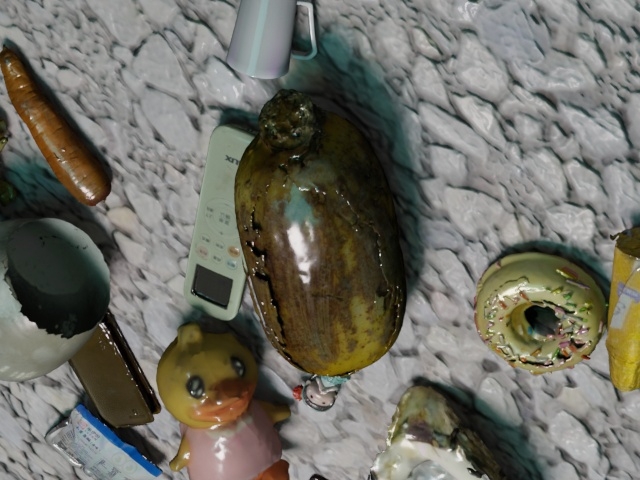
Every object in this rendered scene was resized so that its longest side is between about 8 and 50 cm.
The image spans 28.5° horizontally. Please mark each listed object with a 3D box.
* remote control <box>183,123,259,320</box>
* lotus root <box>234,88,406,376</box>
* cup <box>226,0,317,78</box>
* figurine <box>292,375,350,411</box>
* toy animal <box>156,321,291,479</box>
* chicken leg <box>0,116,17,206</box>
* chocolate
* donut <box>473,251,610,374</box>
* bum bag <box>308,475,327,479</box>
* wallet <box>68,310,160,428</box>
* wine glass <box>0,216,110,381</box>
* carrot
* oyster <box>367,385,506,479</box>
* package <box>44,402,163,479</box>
[{"bbox_3d":[-0.123,-0.021,1.669,0.090,0.038,0.310,23,128,9],"label":"remote control"},{"bbox_3d":[0.000,0.000,1.545,0.195,0.179,0.398,-11,124,5],"label":"lotus root"},{"bbox_3d":[-0.051,-0.250,1.477,0.104,0.074,0.116,8,122,-10],"label":"cup"},{"bbox_3d":[0.005,0.194,1.749,0.060,0.047,0.106,26,126,-5],"label":"figurine"},{"bbox_3d":[-0.143,0.236,1.777,0.169,0.195,0.281,38,148,51],"label":"toy animal"},{"bbox_3d":[-0.480,-0.084,1.763,0.103,0.088,0.228,43,122,5],"label":"chicken leg"},{"bbox_3d":[0.380,0.091,1.501,0.085,0.086,0.219,10,127,18],"label":"chocolate"},{"bbox_3d":[0.268,0.094,1.555,0.174,0.068,0.175,11,124,17],"label":"donut"},{"bbox_3d":[0.001,0.430,1.922,0.109,0.026,0.159,32,123,1],"label":"bum bag"},{"bbox_3d":[-0.324,0.197,1.904,0.110,0.031,0.198,-10,117,28],"label":"wallet"},{"bbox_3d":[-0.458,0.094,1.774,0.323,0.238,0.238,-27,108,38],"label":"wine glass"},{"bbox_3d":[-0.361,-0.149,1.682,0.059,0.059,0.248,-23,107,33],"label":"carrot"},{"bbox_3d":[0.182,0.358,1.744,0.237,0.115,0.351,-8,113,37],"label":"oyster"},{"bbox_3d":[-0.347,0.340,2.001,0.171,0.027,0.173,43,137,-7],"label":"package"}]
